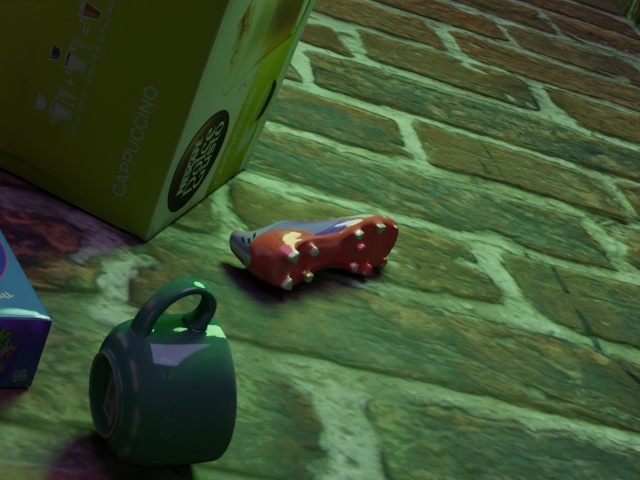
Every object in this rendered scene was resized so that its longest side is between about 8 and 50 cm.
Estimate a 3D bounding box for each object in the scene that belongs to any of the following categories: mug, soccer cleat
[{"bbox_3d":[-0.143,0.116,1.165,0.097,0.157,0.129,-2,-8,-28],"label":"mug"},{"bbox_3d":[0.000,0.000,1.614,0.095,0.083,0.248,32,28,31],"label":"soccer cleat"}]

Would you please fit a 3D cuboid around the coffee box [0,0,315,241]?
[{"bbox_3d":[-0.233,-0.257,1.624,0.338,0.337,0.334,27,26,9],"label":"coffee box"}]

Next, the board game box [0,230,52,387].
[{"bbox_3d":[-0.441,0.030,1.179,0.347,0.078,0.233,4,30,-35],"label":"board game box"}]
